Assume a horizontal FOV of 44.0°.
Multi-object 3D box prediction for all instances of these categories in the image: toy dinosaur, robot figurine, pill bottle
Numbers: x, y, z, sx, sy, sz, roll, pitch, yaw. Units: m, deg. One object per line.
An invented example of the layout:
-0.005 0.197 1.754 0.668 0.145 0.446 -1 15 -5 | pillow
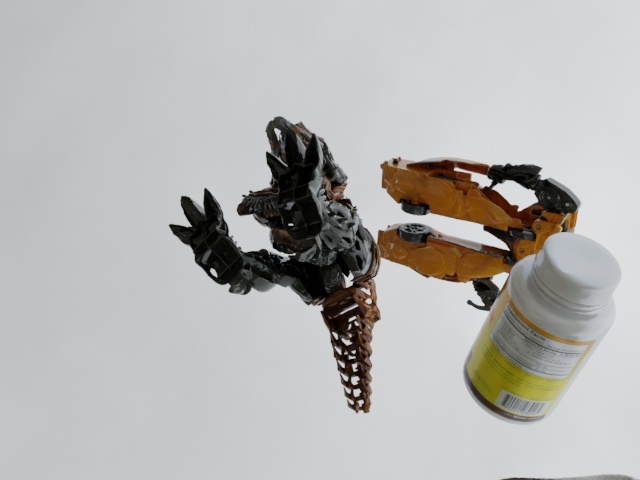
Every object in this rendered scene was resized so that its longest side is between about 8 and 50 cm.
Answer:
0.000 0.000 0.782 0.164 0.218 0.322 -48 -126 10 | toy dinosaur
0.212 -0.017 1.058 0.290 0.085 0.211 16 -64 30 | robot figurine
0.242 0.097 0.867 0.215 0.117 0.117 107 -31 -41 | pill bottle

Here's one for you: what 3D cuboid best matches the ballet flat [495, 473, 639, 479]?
0.226 0.251 0.715 0.058 0.249 0.084 -40 -128 52 | ballet flat
